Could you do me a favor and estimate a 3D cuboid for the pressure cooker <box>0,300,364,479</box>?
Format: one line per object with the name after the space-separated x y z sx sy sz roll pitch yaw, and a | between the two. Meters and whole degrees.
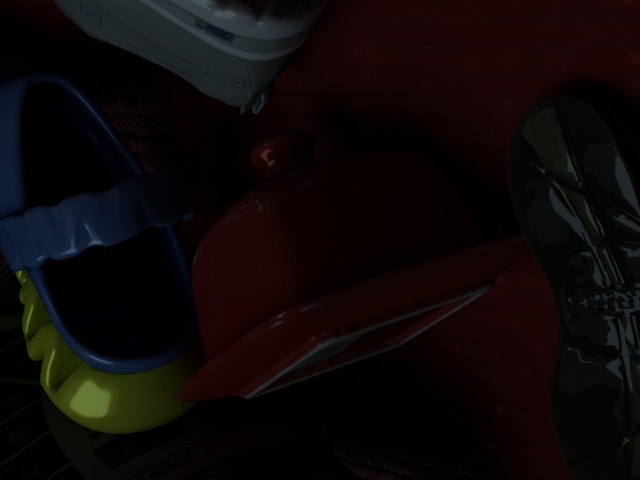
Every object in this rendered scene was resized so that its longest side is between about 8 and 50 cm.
-0.102 0.268 0.844 0.420 0.370 0.375 32 180 40 | pressure cooker

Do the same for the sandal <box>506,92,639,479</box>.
0.143 0.033 0.633 0.090 0.060 0.219 -6 107 44 | sandal

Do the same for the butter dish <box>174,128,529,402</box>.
0.000 0.000 0.696 0.160 0.160 0.118 -40 71 58 | butter dish

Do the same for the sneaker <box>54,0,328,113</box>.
-0.129 -0.153 0.679 0.281 0.105 0.115 37 147 11 | sneaker

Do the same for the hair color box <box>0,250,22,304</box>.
-0.307 0.097 1.095 0.105 0.174 0.347 39 147 9 | hair color box

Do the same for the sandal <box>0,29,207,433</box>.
-0.156 -0.046 0.785 0.317 0.126 0.138 45 144 29 | sandal
